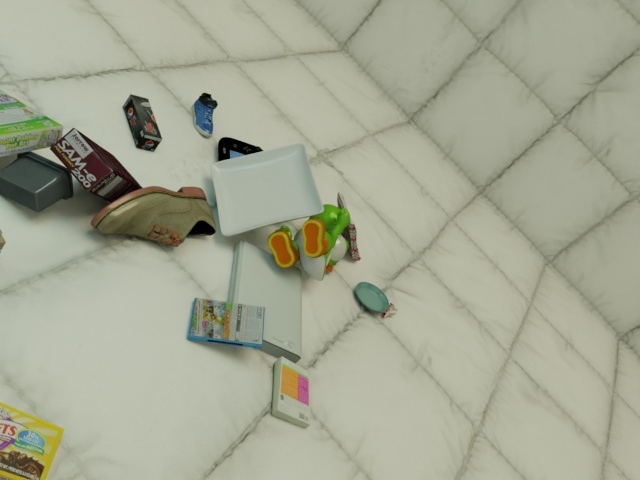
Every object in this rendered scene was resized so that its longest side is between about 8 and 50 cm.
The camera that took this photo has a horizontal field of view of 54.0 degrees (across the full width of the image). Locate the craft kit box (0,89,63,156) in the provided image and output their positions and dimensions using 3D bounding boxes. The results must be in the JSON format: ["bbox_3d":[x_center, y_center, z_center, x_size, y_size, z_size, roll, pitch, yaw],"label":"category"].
[{"bbox_3d":[-0.727,-0.255,1.320,0.247,0.061,0.250,27,27,18],"label":"craft kit box"}]

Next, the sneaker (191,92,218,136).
[{"bbox_3d":[-0.355,-0.400,1.964,0.058,0.084,0.152,15,42,-39],"label":"sneaker"}]

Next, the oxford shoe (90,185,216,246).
[{"bbox_3d":[-0.375,-0.048,1.494,0.348,0.123,0.130,-16,70,-54],"label":"oxford shoe"}]

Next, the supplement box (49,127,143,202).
[{"bbox_3d":[-0.493,-0.155,1.414,0.130,0.073,0.239,47,-4,6],"label":"supplement box"}]

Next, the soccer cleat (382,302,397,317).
[{"bbox_3d":[0.215,0.221,1.937,0.035,0.029,0.083,42,26,5],"label":"soccer cleat"}]

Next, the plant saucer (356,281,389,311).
[{"bbox_3d":[0.154,0.177,1.914,0.119,0.021,0.119,24,32,-17],"label":"plant saucer"}]

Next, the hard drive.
[{"bbox_3d":[-0.138,0.150,1.606,0.203,0.040,0.307,28,34,-24],"label":"hard drive"}]

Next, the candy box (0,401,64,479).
[{"bbox_3d":[-0.511,0.303,0.972,0.206,0.027,0.105,36,37,-29],"label":"candy box"}]

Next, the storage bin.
[{"bbox_3d":[-0.610,-0.116,1.331,0.135,0.098,0.091,25,42,11],"label":"storage bin"}]

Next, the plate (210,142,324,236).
[{"bbox_3d":[-0.150,-0.136,1.729,0.278,0.045,0.277,-14,53,-3],"label":"plate"}]

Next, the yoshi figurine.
[{"bbox_3d":[-0.014,-0.024,1.797,0.203,0.203,0.362,33,11,15],"label":"yoshi figurine"}]

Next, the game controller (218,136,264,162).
[{"bbox_3d":[-0.228,-0.194,1.884,0.166,0.067,0.319,23,36,-30],"label":"game controller"}]

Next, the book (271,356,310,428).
[{"bbox_3d":[-0.065,0.352,1.457,0.096,0.035,0.144,32,34,-25],"label":"book"}]

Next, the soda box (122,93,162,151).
[{"bbox_3d":[-0.496,-0.328,1.749,0.060,0.053,0.169,8,47,-44],"label":"soda box"}]

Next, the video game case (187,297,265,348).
[{"bbox_3d":[-0.212,0.188,1.436,0.166,0.015,0.119,9,41,-9],"label":"video game case"}]

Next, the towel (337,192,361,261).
[{"bbox_3d":[0.089,-0.041,1.981,0.029,0.197,0.144,-16,51,-6],"label":"towel"}]

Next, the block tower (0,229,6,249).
[{"bbox_3d":[-0.719,0.003,1.065,0.097,0.091,0.335,52,32,14],"label":"block tower"}]
